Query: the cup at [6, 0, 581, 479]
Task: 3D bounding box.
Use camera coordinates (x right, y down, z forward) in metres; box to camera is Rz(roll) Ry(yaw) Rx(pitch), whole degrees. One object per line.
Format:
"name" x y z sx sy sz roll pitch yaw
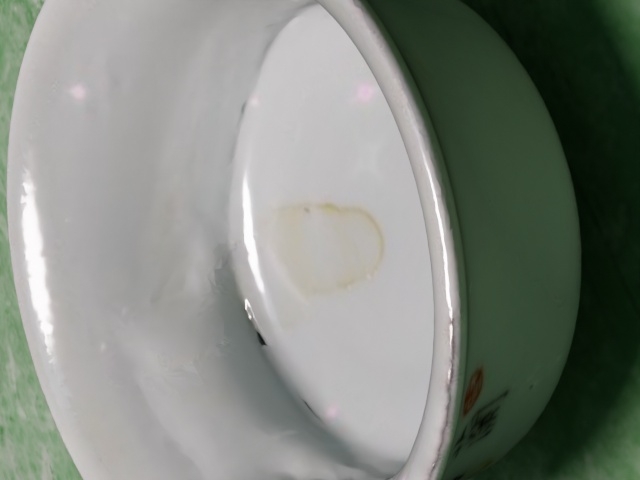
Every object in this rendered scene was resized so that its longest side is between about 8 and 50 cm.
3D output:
"cup" 0.000 0.000 0.939 0.347 0.163 0.347 14 109 47
